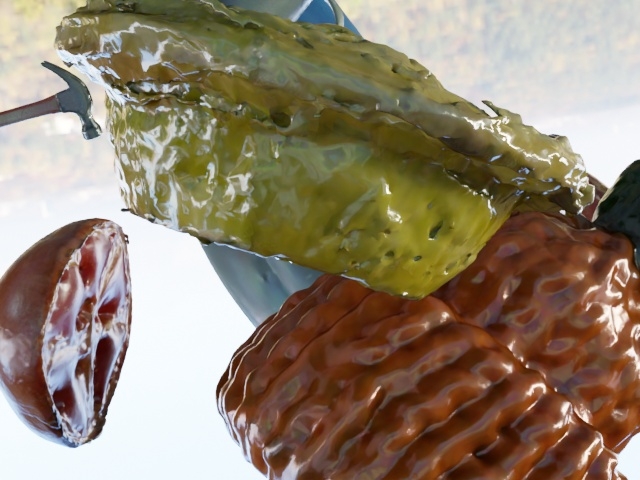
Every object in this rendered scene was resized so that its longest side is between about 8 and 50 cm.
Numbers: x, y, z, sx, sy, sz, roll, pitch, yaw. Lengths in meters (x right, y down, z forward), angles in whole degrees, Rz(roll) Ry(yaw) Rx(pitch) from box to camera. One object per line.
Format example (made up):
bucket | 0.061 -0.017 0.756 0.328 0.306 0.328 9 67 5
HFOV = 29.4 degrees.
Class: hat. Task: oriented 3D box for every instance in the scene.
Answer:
hat | 0.144 0.072 0.822 0.400 0.285 0.285 -46 -177 0

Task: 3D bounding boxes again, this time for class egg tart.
egg tart | -0.003 -0.044 0.637 0.288 0.118 0.288 16 179 0

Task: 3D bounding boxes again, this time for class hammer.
hammer | -0.429 -0.149 1.565 0.288 0.111 0.033 -16 -167 6

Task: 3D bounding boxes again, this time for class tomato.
tomato | -0.180 0.056 0.819 0.069 0.155 0.155 8 -174 12

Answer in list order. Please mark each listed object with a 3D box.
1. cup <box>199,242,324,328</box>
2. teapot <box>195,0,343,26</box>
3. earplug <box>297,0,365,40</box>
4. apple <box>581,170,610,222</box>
cup | 0.000 0.000 1.440 0.163 0.347 0.347 -36 -167 -21
teapot | -0.087 -0.261 1.371 0.239 0.149 0.162 25 173 8
earplug | 0.030 -0.227 1.703 0.132 0.273 0.132 -38 169 -8
apple | 0.321 -0.013 1.608 0.251 0.293 0.163 -11 150 -51
